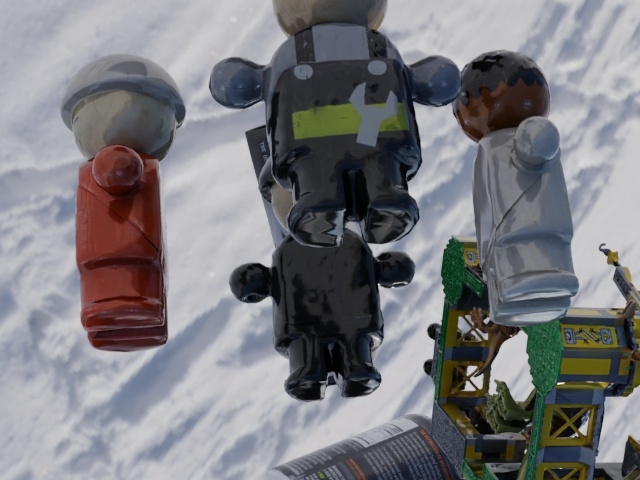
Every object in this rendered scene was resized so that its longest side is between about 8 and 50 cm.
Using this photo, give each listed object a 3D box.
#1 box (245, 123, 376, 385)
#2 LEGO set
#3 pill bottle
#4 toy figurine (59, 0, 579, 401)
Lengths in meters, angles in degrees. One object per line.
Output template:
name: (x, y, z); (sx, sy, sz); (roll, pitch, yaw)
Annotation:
box: (0.000, 0.000, 1.093); (0.183, 0.056, 0.231); (-46, 122, -80)
LEGO set: (0.221, 0.124, 0.977); (0.331, 0.192, 0.255); (-153, -115, -77)
pill bottle: (0.070, 0.267, 1.295); (0.245, 0.130, 0.130); (-17, 139, -27)
toy figurine: (0.002, -0.030, 0.564); (0.213, 0.148, 0.209); (20, 144, -41)
